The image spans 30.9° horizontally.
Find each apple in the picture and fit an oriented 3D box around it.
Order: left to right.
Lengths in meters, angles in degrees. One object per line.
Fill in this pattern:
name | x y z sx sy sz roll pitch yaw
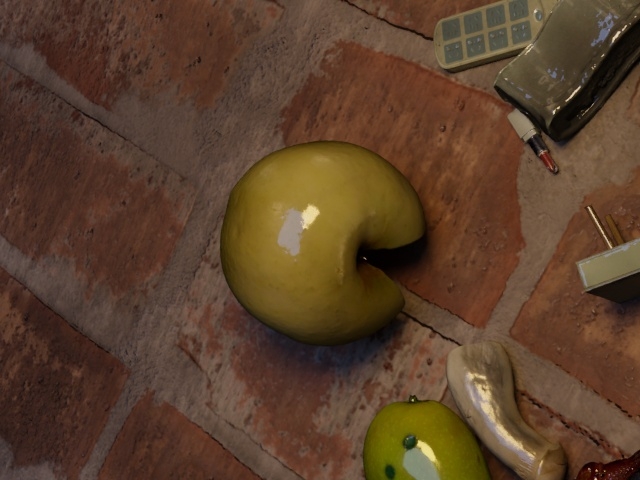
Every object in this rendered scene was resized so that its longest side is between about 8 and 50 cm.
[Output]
apple | 0.000 0.000 1.621 0.254 0.292 0.292 20 93 43

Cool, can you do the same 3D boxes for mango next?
mango | 0.154 0.347 1.516 0.175 0.143 0.293 -34 72 51

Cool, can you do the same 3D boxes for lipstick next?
lipstick | 0.293 -0.135 1.580 0.025 0.025 0.107 -39 62 24

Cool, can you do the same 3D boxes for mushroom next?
mushroom | 0.240 0.233 1.514 0.081 0.092 0.223 99 148 -53

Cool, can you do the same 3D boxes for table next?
table | 0.435 -0.020 1.402 0.240 0.122 0.111 -24 68 28

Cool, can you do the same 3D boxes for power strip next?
power strip | 0.258 -0.298 1.633 0.227 0.029 0.080 -12 74 32

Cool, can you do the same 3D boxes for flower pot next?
flower pot | 0.342 -0.247 1.520 0.229 0.103 0.108 -51 59 16

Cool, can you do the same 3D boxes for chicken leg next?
chicken leg | 0.344 0.315 1.432 0.053 0.093 0.205 29 106 -3
